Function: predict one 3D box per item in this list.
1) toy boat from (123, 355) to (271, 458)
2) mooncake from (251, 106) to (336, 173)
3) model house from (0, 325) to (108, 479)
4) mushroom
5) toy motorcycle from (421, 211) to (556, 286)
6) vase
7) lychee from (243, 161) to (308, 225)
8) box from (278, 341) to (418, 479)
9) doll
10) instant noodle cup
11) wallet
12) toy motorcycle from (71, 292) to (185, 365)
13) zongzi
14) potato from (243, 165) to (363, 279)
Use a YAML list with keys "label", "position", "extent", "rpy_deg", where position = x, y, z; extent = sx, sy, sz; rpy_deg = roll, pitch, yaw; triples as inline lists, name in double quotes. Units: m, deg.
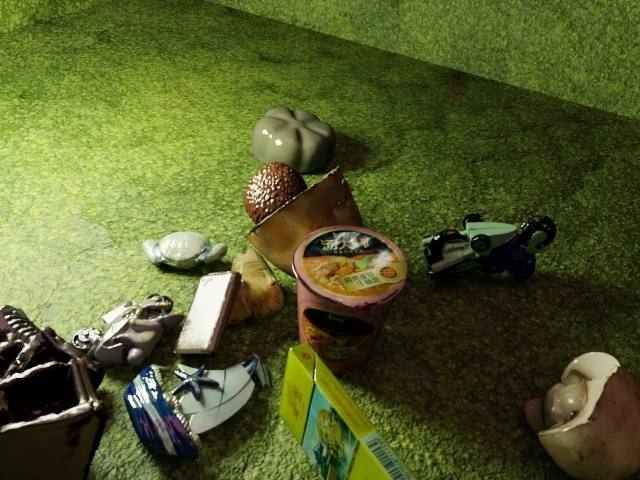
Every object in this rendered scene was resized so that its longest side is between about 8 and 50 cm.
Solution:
- label: "toy boat"
  position: [-0.244, 0.290, 1.132]
  extent: [0.210, 0.070, 0.292]
  rpy_deg: [29, 39, 19]
- label: "mooncake"
  position: [-0.084, -0.327, 1.885]
  extent: [0.275, 0.135, 0.275]
  rpy_deg: [7, 40, -6]
- label: "model house"
  position: [-0.517, 0.268, 0.935]
  extent: [0.297, 0.317, 0.282]
  rpy_deg: [5, 35, -30]
- label: "mushroom"
  position: [0.511, 0.352, 1.100]
  extent: [0.254, 0.195, 0.189]
  rpy_deg: [-32, 85, -47]
- label: "toy motorcycle"
  position: [0.427, 0.031, 1.483]
  extent: [0.331, 0.196, 0.125]
  rpy_deg: [-8, 38, 0]
- label: "vase"
  position: [-0.539, 0.224, 1.143]
  extent: [0.237, 0.115, 0.115]
  rpy_deg: [24, 41, 14]
- label: "lychee"
  position: [-0.115, -0.109, 1.567]
  extent: [0.195, 0.194, 0.194]
  rpy_deg: [4, 38, -3]
- label: "box"
  position: [0.038, 0.351, 0.995]
  extent: [0.047, 0.187, 0.335]
  rpy_deg: [-16, 44, -31]
- label: "doll"
  position: [-0.338, 0.024, 1.443]
  extent: [0.214, 0.071, 0.103]
  rpy_deg: [2, 37, -1]
- label: "instant noodle cup"
  position: [0.048, 0.136, 1.214]
  extent: [0.244, 0.255, 0.244]
  rpy_deg: [4, 39, -3]
- label: "wallet"
  position: [-0.239, 0.157, 1.248]
  extent: [0.110, 0.031, 0.198]
  rpy_deg: [-8, 51, 28]
- label: "toy motorcycle"
  position: [-0.391, 0.195, 1.217]
  extent: [0.225, 0.073, 0.152]
  rpy_deg: [-26, 47, -31]
- label: "zongzi"
  position: [-0.197, 0.117, 1.346]
  extent: [0.197, 0.099, 0.194]
  rpy_deg: [-24, 35, -6]
- label: "potato"
  position: [0.000, 0.000, 1.369]
  extent: [0.237, 0.301, 0.289]
  rpy_deg: [54, 20, -5]
